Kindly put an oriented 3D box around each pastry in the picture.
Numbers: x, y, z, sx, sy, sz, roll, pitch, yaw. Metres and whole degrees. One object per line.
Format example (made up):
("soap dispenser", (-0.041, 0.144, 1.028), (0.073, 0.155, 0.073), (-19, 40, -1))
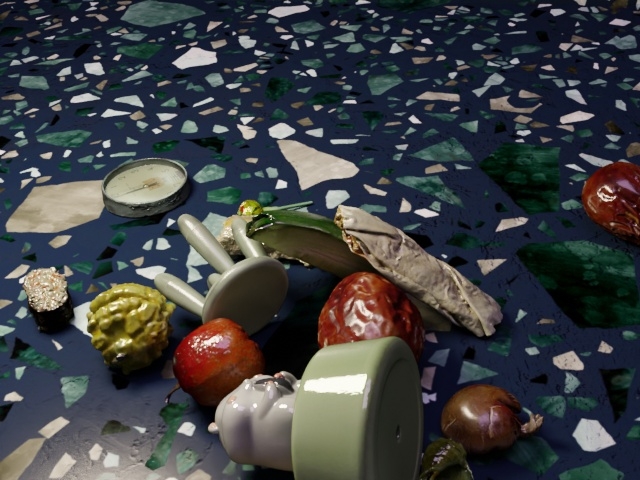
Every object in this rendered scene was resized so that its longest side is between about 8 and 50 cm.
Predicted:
("pastry", (-0.122, -0.007, 1.826), (0.258, 0.089, 0.121), (7, 25, 9))

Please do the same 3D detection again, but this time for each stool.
("stool", (-0.196, 0.073, 1.612), (0.195, 0.195, 0.198), (2, 28, -48))

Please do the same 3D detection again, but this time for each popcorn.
("popcorn", (-0.366, 0.169, 1.553), (0.173, 0.174, 0.142), (-24, 19, -26))

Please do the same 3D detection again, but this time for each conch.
("conch", (0.199, 0.368, 1.291), (0.089, 0.074, 0.121), (29, 41, 21))

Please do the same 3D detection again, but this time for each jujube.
("jujube", (0.089, 0.164, 1.490), (0.197, 0.197, 0.290), (-6, 24, -3))
("jujube", (0.696, -0.069, 1.793), (0.168, 0.168, 0.236), (-27, 59, -28))

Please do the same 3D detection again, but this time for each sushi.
("sushi", (-0.570, 0.119, 1.694), (0.090, 0.078, 0.150), (-18, 38, -20))

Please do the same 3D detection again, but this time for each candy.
("candy", (-0.107, -0.077, 1.954), (0.193, 0.062, 0.058), (-10, -9, -23))

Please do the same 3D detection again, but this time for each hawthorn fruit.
("hawthorn fruit", (-0.199, 0.233, 1.460), (0.194, 0.157, 0.157), (-30, 41, -5))

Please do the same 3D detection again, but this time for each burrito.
("burrito", (0.187, 0.060, 1.584), (0.392, 0.076, 0.117), (34, 37, -3))

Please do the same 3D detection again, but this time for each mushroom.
("mushroom", (0.290, 0.302, 1.370), (0.170, 0.080, 0.135), (0, 46, 10))

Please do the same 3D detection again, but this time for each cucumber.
("cucumber", (0.000, -0.003, 1.657), (0.325, 0.105, 0.145), (21, 25, -27))

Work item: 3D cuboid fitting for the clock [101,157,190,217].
("clock", (-0.445, -0.138, 2.058), (0.225, 0.049, 0.226), (-2, 35, 1))

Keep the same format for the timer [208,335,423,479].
("timer", (-0.022, 0.290, 1.274), (0.315, 0.291, 0.291), (0, 35, 22))
